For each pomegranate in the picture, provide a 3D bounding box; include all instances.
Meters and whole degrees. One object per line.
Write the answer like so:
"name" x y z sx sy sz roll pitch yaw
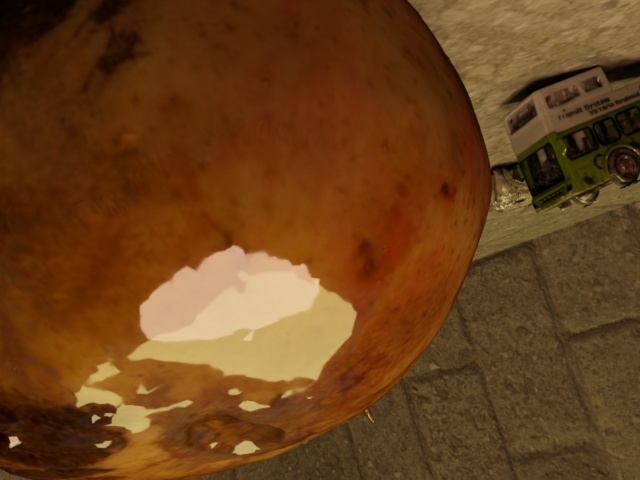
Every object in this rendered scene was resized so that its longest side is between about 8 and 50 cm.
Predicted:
"pomegranate" -0.076 -0.020 0.450 0.322 0.322 0.322 -16 171 -3

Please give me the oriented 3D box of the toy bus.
"toy bus" 0.372 -0.141 1.031 0.302 0.139 0.113 -22 173 -19

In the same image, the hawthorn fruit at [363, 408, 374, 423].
"hawthorn fruit" -0.004 -0.023 0.701 0.258 0.261 0.258 21 161 7

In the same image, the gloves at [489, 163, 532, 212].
"gloves" 0.319 -0.084 1.454 0.153 0.070 0.114 -11 170 -40
